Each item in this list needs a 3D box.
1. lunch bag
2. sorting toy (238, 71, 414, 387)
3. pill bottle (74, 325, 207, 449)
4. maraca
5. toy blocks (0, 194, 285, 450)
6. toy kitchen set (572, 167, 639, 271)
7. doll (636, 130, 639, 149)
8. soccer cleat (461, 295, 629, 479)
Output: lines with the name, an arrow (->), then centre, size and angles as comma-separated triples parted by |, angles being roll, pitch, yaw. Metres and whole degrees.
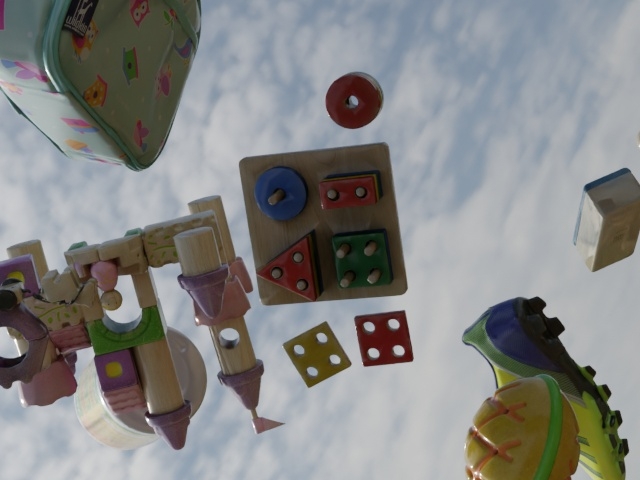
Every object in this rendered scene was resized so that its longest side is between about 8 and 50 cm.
lunch bag -> -0.211, -0.210, 1.279 | 0.279, 0.108, 0.224 | 59, -133, -65
sorting toy -> 0.000, 0.000, 1.139 | 0.046, 0.132, 0.274 | -47, -49, -70
pill bottle -> -0.241, 0.196, 1.715 | 0.136, 0.136, 0.245 | -50, 5, -25
maraca -> 0.176, 0.208, 1.200 | 0.127, 0.099, 0.186 | 132, 156, -65
toy blocks -> -0.206, 0.123, 1.466 | 0.309, 0.288, 0.260 | -115, 11, -79
toy kitchen set -> 0.340, -0.096, 1.403 | 0.207, 0.166, 0.122 | -23, -28, -8
doll -> 0.466, -0.077, 1.636 | 0.129, 0.189, 0.046 | -53, 5, 16
soccer cleat -> 0.279, 0.193, 1.638 | 0.121, 0.289, 0.093 | -27, 20, 24
